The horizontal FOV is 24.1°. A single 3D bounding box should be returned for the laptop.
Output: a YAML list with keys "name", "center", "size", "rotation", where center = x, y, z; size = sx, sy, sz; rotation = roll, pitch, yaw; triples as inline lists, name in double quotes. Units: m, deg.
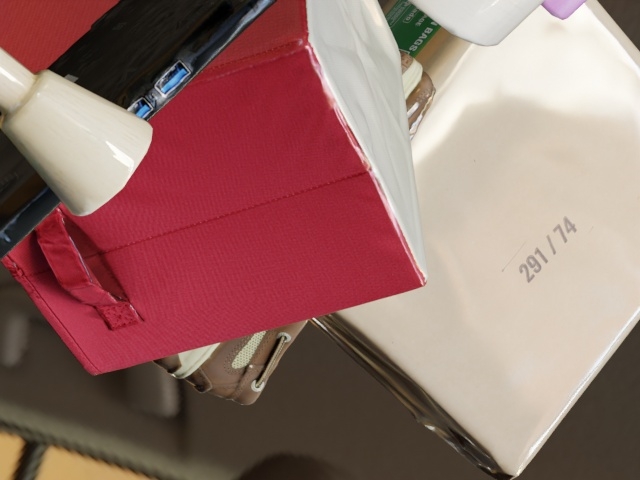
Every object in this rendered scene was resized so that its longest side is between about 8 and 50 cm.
- name: "laptop"
  center: [-0.096, 0.052, 0.491]
  size: [0.136, 0.264, 0.234]
  rotation: [48, -6, -17]

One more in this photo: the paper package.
- name: "paper package"
  center: [0.128, -0.030, 1.214]
  size: [0.309, 0.325, 0.168]
  rotation: [43, -8, -28]

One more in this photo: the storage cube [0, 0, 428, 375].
- name: "storage cube"
  center: [-0.068, -0.075, 0.780]
  size: [0.193, 0.215, 0.183]
  rotation: [-15, -44, 14]

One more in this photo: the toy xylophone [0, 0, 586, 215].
- name: "toy xylophone"
  center: [-0.040, -0.150, 0.306]
  size: [0.236, 0.081, 0.322]
  rotation: [-35, -64, 17]

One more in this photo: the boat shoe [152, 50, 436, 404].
- name: "boat shoe"
  center: [-0.001, -0.002, 0.976]
  size: [0.095, 0.257, 0.095]
  rotation: [37, 11, -18]
